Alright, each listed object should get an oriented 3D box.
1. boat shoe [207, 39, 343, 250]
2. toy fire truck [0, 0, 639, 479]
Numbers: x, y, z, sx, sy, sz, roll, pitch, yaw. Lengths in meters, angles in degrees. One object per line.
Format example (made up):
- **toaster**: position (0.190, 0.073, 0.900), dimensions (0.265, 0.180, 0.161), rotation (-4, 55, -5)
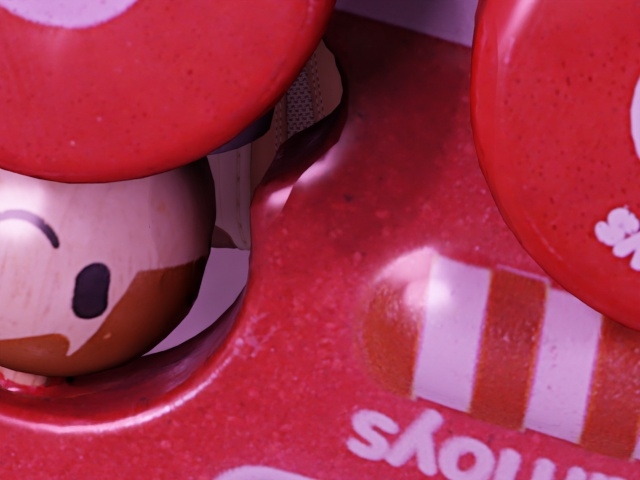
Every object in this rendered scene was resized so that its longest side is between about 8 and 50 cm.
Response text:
- **boat shoe**: position (0.003, -0.087, 0.533), dimensions (0.072, 0.068, 0.190), rotation (7, 113, 15)
- **toy fire truck**: position (0.000, 0.000, 0.442), dimensions (0.302, 0.169, 0.254), rotation (14, 111, -1)
